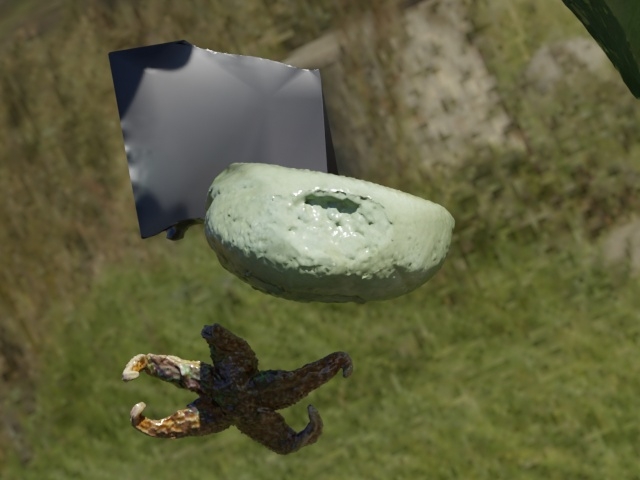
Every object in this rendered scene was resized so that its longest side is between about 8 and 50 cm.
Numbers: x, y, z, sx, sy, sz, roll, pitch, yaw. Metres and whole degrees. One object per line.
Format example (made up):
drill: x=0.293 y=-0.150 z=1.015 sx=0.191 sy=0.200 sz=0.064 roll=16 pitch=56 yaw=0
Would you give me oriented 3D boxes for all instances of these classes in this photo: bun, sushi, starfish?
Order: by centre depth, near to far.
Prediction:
bun: x=0.001 y=0.000 z=1.346 sx=0.221 sy=0.108 sz=0.221 roll=12 pitch=-1 yaw=0
starfish: x=-0.071 y=0.131 z=1.459 sx=0.210 sy=0.150 sz=0.053 roll=-15 pitch=31 yaw=14
sushi: x=-0.111 y=-0.115 z=1.867 sx=0.227 sy=0.215 sz=0.212 roll=-10 pitch=-2 yaw=-6

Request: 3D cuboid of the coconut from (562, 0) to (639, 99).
coconut: x=0.204 y=-0.185 z=0.848 sx=0.205 sy=0.235 sz=0.236 roll=18 pitch=27 yaw=15
